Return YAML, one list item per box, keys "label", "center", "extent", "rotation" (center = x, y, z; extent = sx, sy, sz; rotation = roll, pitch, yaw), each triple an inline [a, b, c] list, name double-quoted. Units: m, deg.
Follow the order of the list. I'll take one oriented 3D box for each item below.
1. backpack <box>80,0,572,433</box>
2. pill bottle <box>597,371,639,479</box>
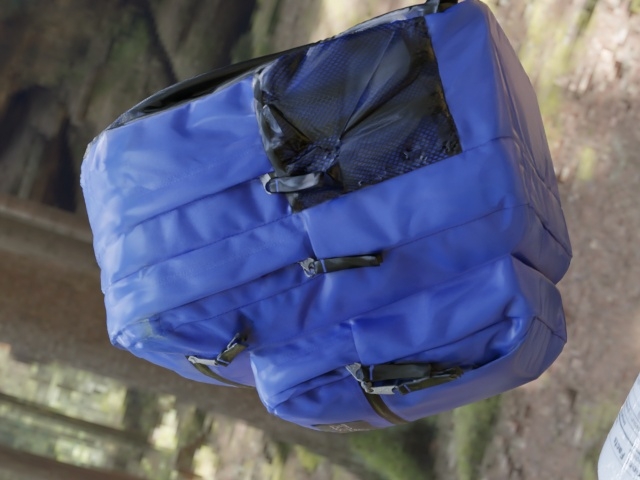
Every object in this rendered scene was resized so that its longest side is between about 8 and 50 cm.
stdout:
- label: "backpack"
  center: [0.000, 0.000, 0.380]
  extent: [0.098, 0.120, 0.101]
  rotation: [42, -143, -66]
- label: "pill bottle"
  center: [0.278, 0.125, 0.933]
  extent: [0.160, 0.160, 0.283]
  rotation: [-103, 33, -66]
